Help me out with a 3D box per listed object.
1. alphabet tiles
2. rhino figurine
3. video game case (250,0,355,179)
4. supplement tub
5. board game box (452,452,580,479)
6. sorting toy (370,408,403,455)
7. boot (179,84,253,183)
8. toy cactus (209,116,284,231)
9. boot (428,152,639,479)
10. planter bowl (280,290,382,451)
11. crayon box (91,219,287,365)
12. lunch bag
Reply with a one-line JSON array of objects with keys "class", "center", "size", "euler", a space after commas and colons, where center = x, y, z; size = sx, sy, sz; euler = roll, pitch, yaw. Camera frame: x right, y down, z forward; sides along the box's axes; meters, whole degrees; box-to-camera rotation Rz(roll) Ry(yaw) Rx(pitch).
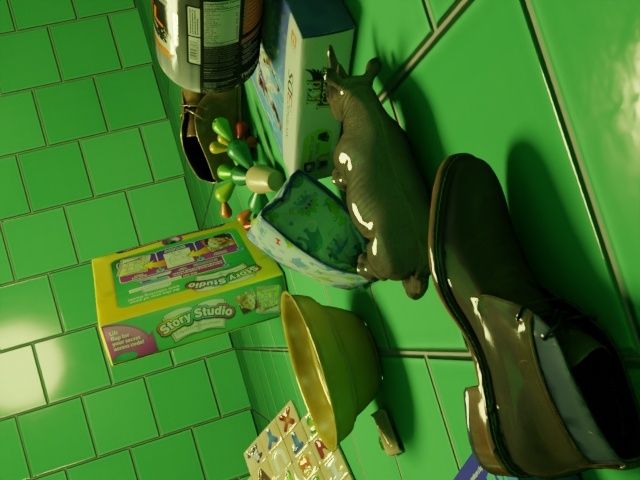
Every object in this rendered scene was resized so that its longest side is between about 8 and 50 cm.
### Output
[{"class": "alphabet tiles", "center": [-0.051, 0.486, 1.429], "size": [0.285, 0.011, 0.343], "euler": [-50, 40, 18]}, {"class": "rhino figurine", "center": [0.048, -0.068, 0.669], "size": [0.106, 0.073, 0.243], "euler": [110, 144, -75]}, {"class": "video game case", "center": [-0.045, -0.244, 0.876], "size": [0.244, 0.061, 0.270], "euler": [99, 153, -58]}, {"class": "supplement tub", "center": [-0.115, -0.252, 0.769], "size": [0.190, 0.116, 0.117], "euler": [105, 147, -59]}, {"class": "board game box", "center": [0.175, 0.253, 0.563], "size": [0.160, 0.047, 0.210], "euler": [95, 155, -56]}, {"class": "sorting toy", "center": [0.087, 0.259, 1.012], "size": [0.062, 0.012, 0.083], "euler": [66, 162, 16]}, {"class": "boot", "center": [-0.208, -0.246, 1.354], "size": [0.112, 0.115, 0.305], "euler": [6, 124, 33]}, {"class": "toy cactus", "center": [-0.116, -0.109, 1.300], "size": [0.180, 0.112, 0.219], "euler": [15, 119, 53]}, {"class": "boot", "center": [0.138, 0.043, 0.476], "size": [0.106, 0.082, 0.219], "euler": [-14, 87, 55]}, {"class": "planter bowl", "center": [0.023, 0.159, 0.994], "size": [0.217, 0.090, 0.217], "euler": [165, 90, -76]}, {"class": "crayon box", "center": [-0.280, 0.094, 1.575], "size": [0.313, 0.362, 0.106], "euler": [-129, 26, -60]}, {"class": "lunch bag", "center": [0.000, 0.000, 0.889], "size": [0.151, 0.096, 0.129], "euler": [40, 166, -2]}]
